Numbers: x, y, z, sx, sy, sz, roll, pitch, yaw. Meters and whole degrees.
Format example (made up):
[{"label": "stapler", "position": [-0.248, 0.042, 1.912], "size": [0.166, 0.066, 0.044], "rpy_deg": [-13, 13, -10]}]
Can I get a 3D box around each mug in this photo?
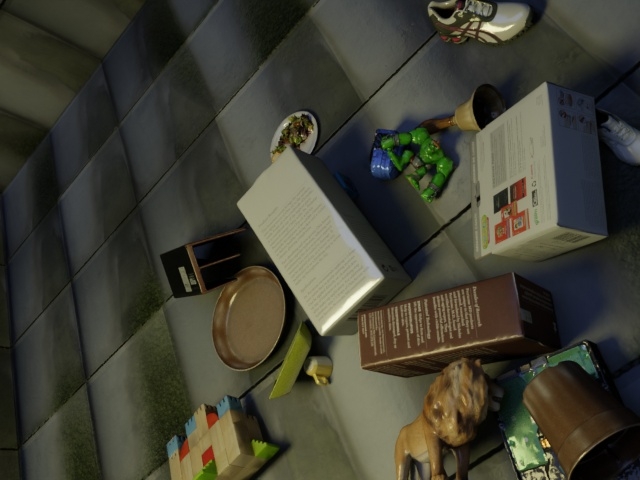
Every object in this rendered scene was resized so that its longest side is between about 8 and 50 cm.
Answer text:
[{"label": "mug", "position": [-0.007, 0.332, 1.641], "size": [0.078, 0.064, 0.062], "rpy_deg": [30, 94, 43]}]

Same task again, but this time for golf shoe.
[{"label": "golf shoe", "position": [0.604, -0.214, 1.283], "size": [0.069, 0.086, 0.176], "rpy_deg": [-53, 49, 11]}, {"label": "golf shoe", "position": [0.394, -0.554, 1.576], "size": [0.273, 0.120, 0.105], "rpy_deg": [10, 80, 42]}]

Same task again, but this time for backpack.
[{"label": "backpack", "position": [0.180, -0.220, 1.656], "size": [0.101, 0.098, 0.120], "rpy_deg": [11, 80, 24]}]

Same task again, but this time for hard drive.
[{"label": "hard drive", "position": [0.473, 0.387, 1.190], "size": [0.237, 0.064, 0.339], "rpy_deg": [-33, 56, 28]}]

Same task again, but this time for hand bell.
[{"label": "hand bell", "position": [0.326, -0.295, 1.571], "size": [0.242, 0.126, 0.126], "rpy_deg": [-7, 69, 54]}]

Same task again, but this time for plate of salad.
[{"label": "plate of salad", "position": [-0.091, -0.315, 1.968], "size": [0.200, 0.048, 0.200], "rpy_deg": [-17, 63, 37]}]

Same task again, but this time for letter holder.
[{"label": "letter holder", "position": [-0.337, 0.068, 1.949], "size": [0.302, 0.214, 0.152], "rpy_deg": [-14, 95, 61]}]

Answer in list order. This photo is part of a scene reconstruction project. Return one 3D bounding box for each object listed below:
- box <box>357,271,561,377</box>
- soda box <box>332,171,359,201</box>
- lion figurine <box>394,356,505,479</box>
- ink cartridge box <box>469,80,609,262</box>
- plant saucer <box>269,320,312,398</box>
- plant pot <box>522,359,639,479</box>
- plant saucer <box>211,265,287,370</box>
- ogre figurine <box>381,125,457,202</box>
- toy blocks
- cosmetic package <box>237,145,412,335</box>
[{"label": "box", "position": [0.284, 0.191, 1.345], "size": [0.381, 0.191, 0.143], "rpy_deg": [-18, 63, 36]}, {"label": "soda box", "position": [0.006, -0.093, 1.786], "size": [0.210, 0.067, 0.071], "rpy_deg": [-42, 51, 21]}, {"label": "lion figurine", "position": [0.228, 0.417, 1.316], "size": [0.392, 0.142, 0.240], "rpy_deg": [-51, 28, 45]}, {"label": "ink cartridge box", "position": [0.444, -0.124, 1.332], "size": [0.272, 0.130, 0.309], "rpy_deg": [144, 132, -63]}, {"label": "plant saucer", "position": [-0.070, 0.317, 1.660], "size": [0.045, 0.188, 0.188], "rpy_deg": [24, 92, 0]}, {"label": "plant pot", "position": [0.451, 0.309, 1.097], "size": [0.167, 0.167, 0.165], "rpy_deg": [-50, 40, 17]}, {"label": "plant saucer", "position": [-0.204, 0.231, 1.866], "size": [0.310, 0.050, 0.311], "rpy_deg": [-16, 64, 36]}, {"label": "ogre figurine", "position": [0.250, -0.204, 1.576], "size": [0.118, 0.097, 0.197], "rpy_deg": [-37, 60, 1]}, {"label": "toy blocks", "position": [-0.297, 0.578, 1.754], "size": [0.381, 0.190, 0.261], "rpy_deg": [-48, 38, 18]}, {"label": "cosmetic package", "position": [0.000, 0.000, 1.632], "size": [0.230, 0.161, 0.453], "rpy_deg": [-45, 63, 21]}]
